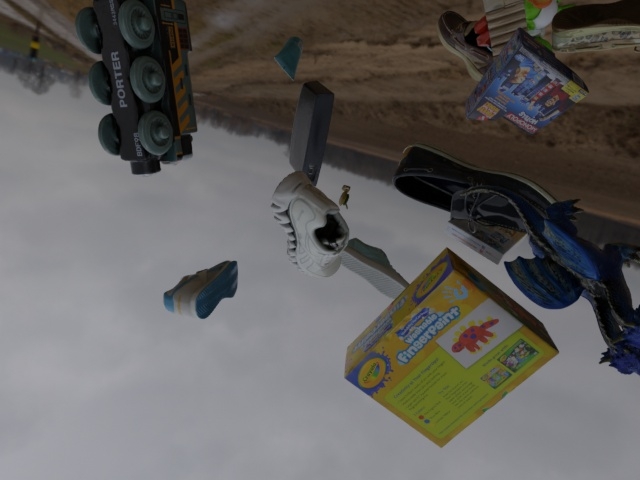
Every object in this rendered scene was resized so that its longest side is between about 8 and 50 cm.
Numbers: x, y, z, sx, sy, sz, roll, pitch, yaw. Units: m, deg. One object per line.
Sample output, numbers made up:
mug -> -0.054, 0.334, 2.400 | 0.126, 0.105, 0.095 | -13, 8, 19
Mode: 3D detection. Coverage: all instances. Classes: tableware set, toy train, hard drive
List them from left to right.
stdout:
toy train -> -0.308, -0.288, 0.925 | 0.142, 0.334, 0.190 | 2, -162, 25
hard drive -> -0.030, -0.295, 1.400 | 0.054, 0.255, 0.172 | 1, -151, -21
tableware set -> 0.053, -0.095, 1.548 | 0.024, 0.154, 0.104 | 22, -175, -16

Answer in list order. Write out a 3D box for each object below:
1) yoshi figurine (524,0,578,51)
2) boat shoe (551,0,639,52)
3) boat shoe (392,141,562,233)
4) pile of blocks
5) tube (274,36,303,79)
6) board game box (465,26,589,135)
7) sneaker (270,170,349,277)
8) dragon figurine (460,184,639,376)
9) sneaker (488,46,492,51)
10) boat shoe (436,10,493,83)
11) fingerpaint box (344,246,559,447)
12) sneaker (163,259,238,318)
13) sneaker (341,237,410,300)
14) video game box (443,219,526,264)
yoshi figurine -> 0.725, -0.696, 1.685 | 0.203, 0.203, 0.362 | 13, 165, 10
boat shoe -> 0.672, -0.476, 1.146 | 0.285, 0.105, 0.089 | 9, 153, 26
boat shoe -> 0.422, -0.117, 1.415 | 0.500, 0.156, 0.187 | 28, 151, 24
pile of blocks -> 0.435, -0.492, 1.236 | 0.112, 0.149, 0.362 | -11, 139, 20
tube -> -0.087, -0.532, 1.480 | 0.080, 0.052, 0.207 | 41, -148, -22
board game box -> 0.411, -0.310, 1.076 | 0.194, 0.060, 0.194 | 25, 143, -21
sneaker -> 0.000, 0.000, 0.953 | 0.118, 0.110, 0.292 | 30, 161, 27
dragon figurine -> 0.272, 0.021, 0.580 | 0.289, 0.085, 0.144 | 44, -140, 17
sneaker -> 0.484, -0.556, 1.411 | 0.073, 0.063, 0.162 | 16, -142, -30
boat shoe -> 0.478, -0.633, 1.605 | 0.123, 0.123, 0.342 | -11, -123, -12
fingerpaint box -> 0.347, 0.306, 1.439 | 0.371, 0.445, 0.163 | 37, -158, -8
sneaker -> -0.245, 0.094, 1.097 | 0.092, 0.088, 0.228 | 5, -166, 15
sneaker -> 0.244, 0.100, 2.086 | 0.366, 0.135, 0.150 | 36, -123, 16
video game box -> 0.502, -0.026, 1.548 | 0.187, 0.048, 0.205 | 34, -141, 27
